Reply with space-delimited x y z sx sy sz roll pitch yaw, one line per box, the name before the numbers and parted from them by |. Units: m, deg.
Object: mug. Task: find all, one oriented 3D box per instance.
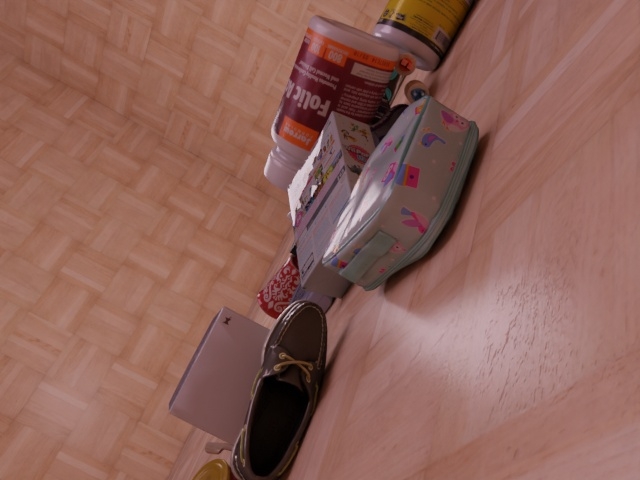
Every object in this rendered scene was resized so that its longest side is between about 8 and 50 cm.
mug | -0.082 0.113 1.803 0.169 0.113 0.150 -54 11 31

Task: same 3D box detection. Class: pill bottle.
pill bottle | 0.014 -0.307 1.558 0.224 0.224 0.392 -77 8 -69
pill bottle | 0.285 -0.611 1.625 0.334 0.188 0.188 -61 6 5

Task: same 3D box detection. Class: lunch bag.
lunch bag | 0.107 -0.051 0.938 0.224 0.107 0.279 -68 7 -27

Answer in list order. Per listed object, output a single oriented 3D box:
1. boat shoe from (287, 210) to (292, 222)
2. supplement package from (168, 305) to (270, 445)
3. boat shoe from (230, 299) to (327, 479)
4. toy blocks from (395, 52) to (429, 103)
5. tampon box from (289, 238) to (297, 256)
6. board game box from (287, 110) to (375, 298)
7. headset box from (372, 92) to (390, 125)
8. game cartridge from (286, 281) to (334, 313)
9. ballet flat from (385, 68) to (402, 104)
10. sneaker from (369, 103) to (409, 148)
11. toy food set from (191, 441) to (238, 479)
boat shoe | 0.007 -0.185 2.053 0.367 0.156 0.136 -55 2 -24
supplement package | -0.148 0.263 1.206 0.198 0.199 0.262 -64 6 -16
boat shoe | -0.052 0.230 1.019 0.091 0.109 0.305 134 157 -67
toy blocks | 0.213 -0.377 1.531 0.054 0.123 0.148 -22 15 10
tampon box | 0.008 -0.030 1.706 0.161 0.101 0.120 -56 8 41
board game box | 0.031 -0.075 1.295 0.224 0.097 0.303 -56 30 36
headset box | 0.097 -0.317 1.817 0.293 0.110 0.218 -97 28 -50
game cartridge | -0.016 0.120 1.476 0.297 0.062 0.198 -52 15 57
ballet flat | 0.211 -0.528 2.288 0.400 0.139 0.139 -59 5 -13
sneaker | 0.173 -0.245 1.536 0.223 0.098 0.083 -40 -32 -36
toy food set | -0.205 0.506 1.276 0.128 0.071 0.218 -22 35 41
